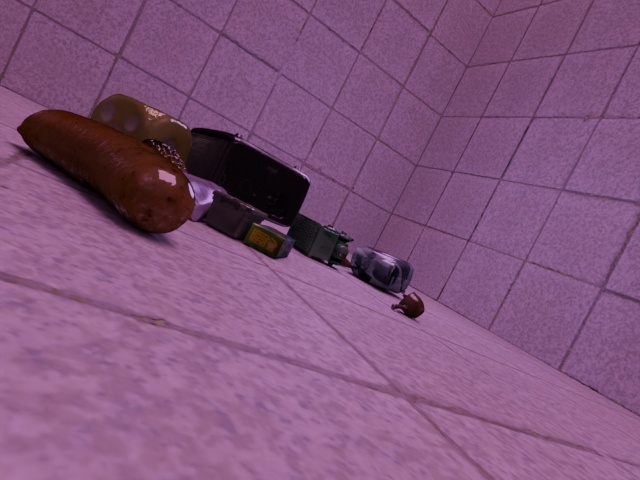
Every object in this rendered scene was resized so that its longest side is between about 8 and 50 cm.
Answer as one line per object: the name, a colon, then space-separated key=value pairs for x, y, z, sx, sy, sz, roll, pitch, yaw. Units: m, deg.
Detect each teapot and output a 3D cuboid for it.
teapot: x=0.260 y=0.206 z=1.352 sx=0.110 sy=0.085 sz=0.080 roll=-12 pitch=54 yaw=-39

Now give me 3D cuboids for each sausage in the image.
sausage: x=-0.392 y=-0.142 z=0.805 sx=0.501 sy=0.123 sz=0.136 roll=28 pitch=32 yaw=32

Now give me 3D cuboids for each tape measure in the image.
tape measure: x=0.254 y=0.124 z=1.875 sx=0.256 sy=0.147 sz=0.275 roll=26 pitch=5 yaw=40

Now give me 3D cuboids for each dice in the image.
dice: x=-0.584 y=-0.325 z=1.440 sx=0.233 sy=0.226 sz=0.238 roll=26 pitch=3 yaw=17

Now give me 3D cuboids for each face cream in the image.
face cream: x=-0.331 y=-0.118 z=1.195 sx=0.274 sy=0.096 sz=0.154 roll=-24 pitch=89 yaw=-84

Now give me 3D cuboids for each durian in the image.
durian: x=-0.475 y=-0.213 z=1.214 sx=0.194 sy=0.137 sz=0.237 roll=29 pitch=4 yaw=43

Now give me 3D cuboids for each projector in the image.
projector: x=-0.307 y=-0.251 z=1.709 sx=0.395 sy=0.241 sz=0.405 roll=22 pitch=2 yaw=-41

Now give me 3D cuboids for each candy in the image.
candy: x=-0.135 y=0.001 z=1.212 sx=0.097 sy=0.062 sz=0.194 roll=26 pitch=1 yaw=5

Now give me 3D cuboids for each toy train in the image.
toy train: x=0.000 y=0.000 z=1.762 sx=0.202 sy=0.145 sz=0.266 roll=22 pitch=4 yaw=-31

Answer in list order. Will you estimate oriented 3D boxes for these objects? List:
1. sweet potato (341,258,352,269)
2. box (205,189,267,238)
sweet potato: x=0.079 y=0.080 z=2.009 sx=0.226 sy=0.068 sz=0.068 roll=47 pitch=-9 yaw=-32
box: x=-0.227 y=-0.061 z=1.181 sx=0.124 sy=0.092 sz=0.172 roll=27 pitch=2 yaw=10
